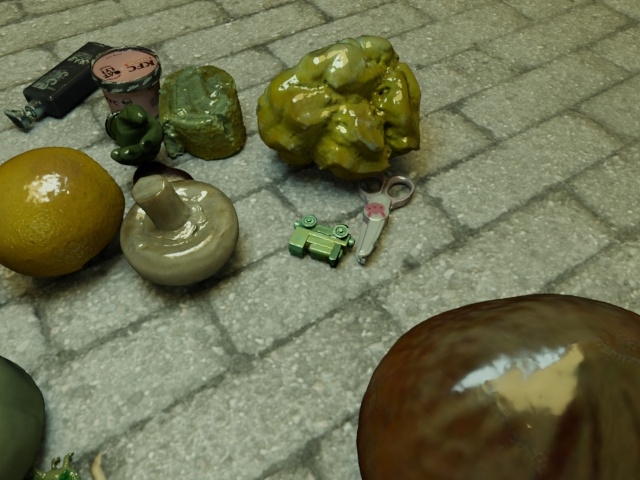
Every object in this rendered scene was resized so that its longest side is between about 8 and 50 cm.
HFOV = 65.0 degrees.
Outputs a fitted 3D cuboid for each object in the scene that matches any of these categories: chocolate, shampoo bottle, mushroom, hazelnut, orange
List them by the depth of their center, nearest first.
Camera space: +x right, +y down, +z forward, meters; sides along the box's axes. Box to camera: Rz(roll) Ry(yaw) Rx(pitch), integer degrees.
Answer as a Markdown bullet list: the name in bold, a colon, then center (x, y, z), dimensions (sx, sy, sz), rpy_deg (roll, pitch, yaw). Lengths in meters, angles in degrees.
- **hazelnut**: center (0.247, 0.231, 0.584), dimensions (0.409, 0.359, 0.359), rpy_deg (-17, 53, -2)
- **mushroom**: center (-0.250, -0.034, 0.857), dimensions (0.207, 0.215, 0.207), rpy_deg (-4, 58, 6)
- **orange**: center (-0.459, -0.048, 0.862), dimensions (0.236, 0.236, 0.236), rpy_deg (0, 51, 0)
- **chocolate**: center (-0.322, -0.103, 0.997), dimensions (0.149, 0.080, 0.125), rpy_deg (24, 54, 16)
- **shampoo bottle**: center (-0.622, -0.375, 1.223), dimensions (0.098, 0.071, 0.309), rpy_deg (21, 56, 12)

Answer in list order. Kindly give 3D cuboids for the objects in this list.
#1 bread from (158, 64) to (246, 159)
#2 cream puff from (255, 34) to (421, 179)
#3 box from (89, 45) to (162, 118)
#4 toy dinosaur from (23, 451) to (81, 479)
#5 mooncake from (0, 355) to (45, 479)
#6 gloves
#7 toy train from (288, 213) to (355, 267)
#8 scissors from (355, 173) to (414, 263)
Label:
- **bread**: center (-0.274, -0.299, 1.127), dimensions (0.186, 0.124, 0.257), rpy_deg (-15, 51, -11)
- **cream puff**: center (0.047, -0.235, 1.015), dimensions (0.324, 0.291, 0.257), rpy_deg (-31, 87, -39)
- **box**: center (-0.437, -0.353, 1.164), dimensions (0.151, 0.135, 0.151), rpy_deg (2, 52, -3)
- **toy dinosaur**: center (-0.375, 0.329, 0.685), dimensions (0.120, 0.029, 0.060), rpy_deg (-12, 64, -9)
- **mooncake**: center (-0.511, 0.264, 0.656), dimensions (0.275, 0.135, 0.275), rpy_deg (-5, 52, 6)
- **gloves**: center (-0.381, -0.214, 1.033), dimensions (0.107, 0.135, 0.268), rpy_deg (-7, 26, -23)
- **toy train**: center (0.000, 0.000, 0.935), dimensions (0.122, 0.050, 0.081), rpy_deg (18, 58, 13)
- **scissors**: center (0.108, -0.051, 0.987), dimensions (0.118, 0.030, 0.242), rpy_deg (14, 50, 12)
